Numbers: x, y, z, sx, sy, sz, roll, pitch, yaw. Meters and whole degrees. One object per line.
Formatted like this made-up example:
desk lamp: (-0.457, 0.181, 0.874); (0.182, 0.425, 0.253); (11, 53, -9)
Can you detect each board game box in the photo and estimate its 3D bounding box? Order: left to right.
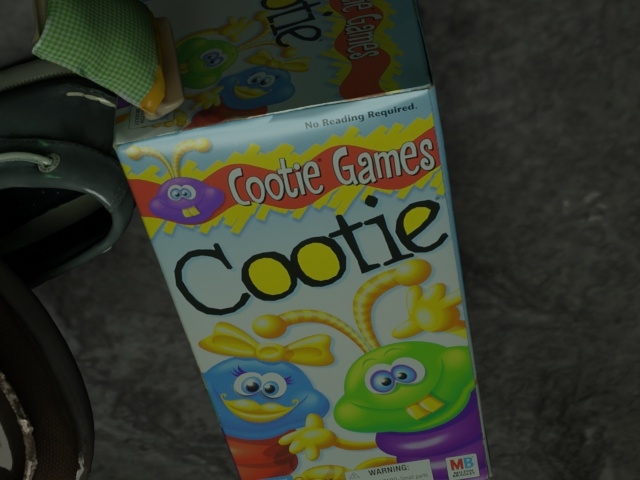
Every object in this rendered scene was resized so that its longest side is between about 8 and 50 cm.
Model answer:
board game box: (0.000, 0.000, 0.675); (0.142, 0.144, 0.275); (-10, 132, 5)

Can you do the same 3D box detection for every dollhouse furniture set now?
dollhouse furniture set: (-0.081, -0.131, 0.542); (0.058, 0.152, 0.076); (-30, 144, 24)

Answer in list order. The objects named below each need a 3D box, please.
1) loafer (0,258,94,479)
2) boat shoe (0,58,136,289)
loafer: (-0.268, 0.021, 0.588); (0.366, 0.130, 0.134); (41, 113, -4)
boat shoe: (-0.232, 0.000, 0.685); (0.319, 0.099, 0.116); (-20, 133, 15)
